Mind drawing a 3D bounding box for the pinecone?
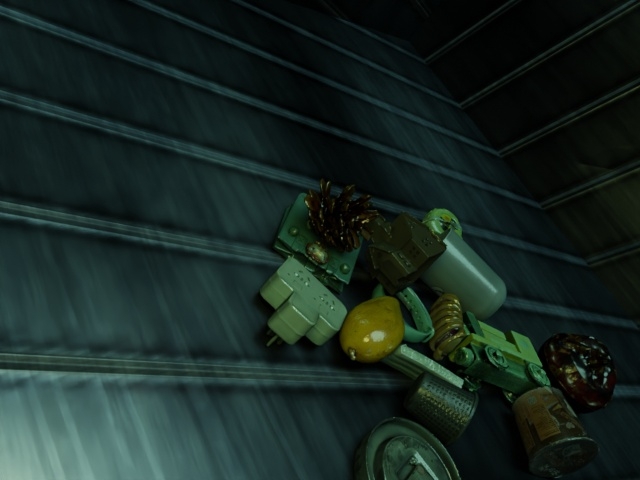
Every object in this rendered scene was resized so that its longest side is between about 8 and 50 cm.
[{"bbox_3d":[0.067,-0.074,1.768,0.229,0.201,0.202,54,54,-31],"label":"pinecone"}]

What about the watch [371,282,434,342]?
[{"bbox_3d":[0.259,0.227,1.918,0.195,0.068,0.237,-10,56,-52],"label":"watch"}]

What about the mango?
[{"bbox_3d":[0.152,0.245,1.707,0.177,0.119,0.317,4,26,20],"label":"mango"}]

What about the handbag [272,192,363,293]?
[{"bbox_3d":[0.003,-0.004,1.875,0.269,0.100,0.274,36,34,-11],"label":"handbag"}]

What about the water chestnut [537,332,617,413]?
[{"bbox_3d":[0.937,0.459,2.159,0.300,0.300,0.300,27,37,-22],"label":"water chestnut"}]

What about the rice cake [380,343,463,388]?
[{"bbox_3d":[0.288,0.372,1.742,0.237,0.127,0.043,34,56,-15],"label":"rice cake"}]

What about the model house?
[{"bbox_3d":[0.217,0.017,1.882,0.243,0.211,0.204,50,31,17],"label":"model house"}]

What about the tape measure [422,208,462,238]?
[{"bbox_3d":[0.479,-0.038,2.387,0.200,0.106,0.175,34,49,-9],"label":"tape measure"}]

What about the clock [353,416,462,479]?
[{"bbox_3d":[0.221,0.595,1.476,0.319,0.066,0.318,27,37,-22],"label":"clock"}]

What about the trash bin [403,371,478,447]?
[{"bbox_3d":[0.320,0.452,1.662,0.161,0.175,0.175,32,34,7],"label":"trash bin"}]

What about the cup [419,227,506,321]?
[{"bbox_3d":[0.494,0.131,2.127,0.312,0.205,0.205,44,34,1],"label":"cup"}]

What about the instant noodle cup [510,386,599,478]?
[{"bbox_3d":[0.710,0.586,1.863,0.217,0.217,0.207,23,33,-27],"label":"instant noodle cup"}]

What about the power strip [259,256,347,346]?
[{"bbox_3d":[-0.065,0.191,1.603,0.229,0.141,0.261,43,20,-2],"label":"power strip"}]

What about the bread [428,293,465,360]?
[{"bbox_3d":[0.400,0.274,1.944,0.081,0.134,0.225,31,33,-13],"label":"bread"}]

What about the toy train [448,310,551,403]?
[{"bbox_3d":[0.579,0.391,1.985,0.397,0.160,0.253,24,32,-26],"label":"toy train"}]
